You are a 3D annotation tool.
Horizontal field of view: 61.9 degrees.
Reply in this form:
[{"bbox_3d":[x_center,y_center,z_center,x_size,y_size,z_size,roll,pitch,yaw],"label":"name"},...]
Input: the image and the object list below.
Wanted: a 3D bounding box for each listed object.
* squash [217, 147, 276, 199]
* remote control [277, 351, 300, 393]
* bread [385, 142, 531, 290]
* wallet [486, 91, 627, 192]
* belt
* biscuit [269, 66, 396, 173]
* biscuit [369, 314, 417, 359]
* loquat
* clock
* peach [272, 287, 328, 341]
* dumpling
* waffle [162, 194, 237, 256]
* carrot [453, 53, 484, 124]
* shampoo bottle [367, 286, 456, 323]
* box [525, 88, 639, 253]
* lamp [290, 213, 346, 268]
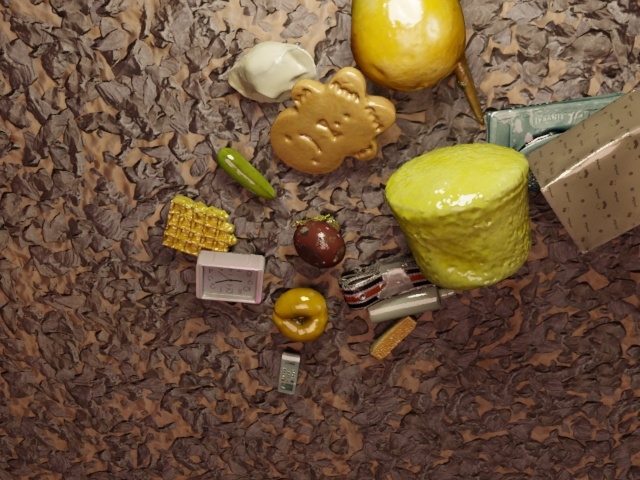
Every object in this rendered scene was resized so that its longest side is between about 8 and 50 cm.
[{"bbox_3d":[-0.205,-0.183,1.488,0.201,0.066,0.066,40,111,-19],"label":"squash"},{"bbox_3d":[-0.104,0.438,1.765,0.061,0.029,0.162,11,119,3],"label":"remote control"},{"bbox_3d":[0.357,-0.064,1.333,0.348,0.348,0.308,-17,114,13],"label":"bread"},{"bbox_3d":[0.610,-0.239,1.378,0.341,0.075,0.237,-6,116,8],"label":"wallet"},{"bbox_3d":[0.228,0.106,1.536,0.359,0.126,0.094,-17,112,12],"label":"belt"},{"bbox_3d":[0.015,-0.281,1.344,0.354,0.052,0.275,-25,126,41],"label":"biscuit"},{"bbox_3d":[0.224,0.292,1.654,0.052,0.056,0.188,37,113,-9],"label":"biscuit"},{"bbox_3d":[0.199,-0.484,1.213,0.275,0.276,0.284,-3,93,7],"label":"loquat"},{"bbox_3d":[-0.267,0.110,1.586,0.197,0.063,0.150,6,129,-6],"label":"clock"},{"bbox_3d":[-0.061,0.224,1.627,0.179,0.103,0.179,3,113,7],"label":"peach"},{"bbox_3d":[-0.120,-0.415,1.357,0.215,0.126,0.166,-29,135,7],"label":"dumpling"},{"bbox_3d":[-0.345,-0.031,1.568,0.210,0.055,0.161,17,116,-2],"label":"waffle"},{"bbox_3d":[0.367,-0.403,1.347,0.049,0.049,0.254,-24,113,15],"label":"carrot"},{"bbox_3d":[0.270,0.178,1.584,0.262,0.085,0.085,-14,111,11],"label":"shampoo bottle"},{"bbox_3d":[0.683,-0.163,1.268,0.297,0.190,0.225,-34,113,22],"label":"box"},{"bbox_3d":[0.004,0.001,1.514,0.156,0.135,0.157,20,146,28],"label":"lamp"}]
